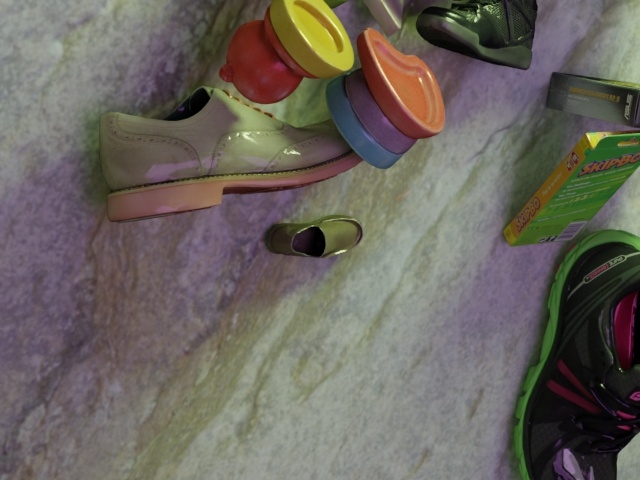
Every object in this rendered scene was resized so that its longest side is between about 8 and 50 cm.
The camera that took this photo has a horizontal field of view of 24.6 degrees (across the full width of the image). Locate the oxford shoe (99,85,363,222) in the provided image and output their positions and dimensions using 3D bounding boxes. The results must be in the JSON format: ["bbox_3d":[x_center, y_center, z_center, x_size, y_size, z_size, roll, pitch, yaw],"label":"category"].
[{"bbox_3d":[-0.090,-0.126,1.809,0.397,0.140,0.147,-15,94,-38],"label":"oxford shoe"}]

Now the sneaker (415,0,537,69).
[{"bbox_3d":[0.215,-0.311,1.976,0.227,0.087,0.130,6,97,-45],"label":"sneaker"}]

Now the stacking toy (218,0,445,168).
[{"bbox_3d":[0.003,-0.237,1.816,0.130,0.280,0.309,-34,136,26],"label":"stacking toy"}]

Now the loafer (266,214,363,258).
[{"bbox_3d":[0.000,0.000,1.958,0.148,0.050,0.056,-10,110,-31],"label":"loafer"}]

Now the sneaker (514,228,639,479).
[{"bbox_3d":[0.428,0.230,2.223,0.185,0.202,0.483,-4,107,-32],"label":"sneaker"}]

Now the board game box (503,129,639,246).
[{"bbox_3d":[0.375,-0.079,2.098,0.124,0.039,0.259,-6,151,-32],"label":"board game box"}]

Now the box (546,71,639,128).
[{"bbox_3d":[0.475,-0.196,2.132,0.231,0.183,0.056,3,102,-34],"label":"box"}]
